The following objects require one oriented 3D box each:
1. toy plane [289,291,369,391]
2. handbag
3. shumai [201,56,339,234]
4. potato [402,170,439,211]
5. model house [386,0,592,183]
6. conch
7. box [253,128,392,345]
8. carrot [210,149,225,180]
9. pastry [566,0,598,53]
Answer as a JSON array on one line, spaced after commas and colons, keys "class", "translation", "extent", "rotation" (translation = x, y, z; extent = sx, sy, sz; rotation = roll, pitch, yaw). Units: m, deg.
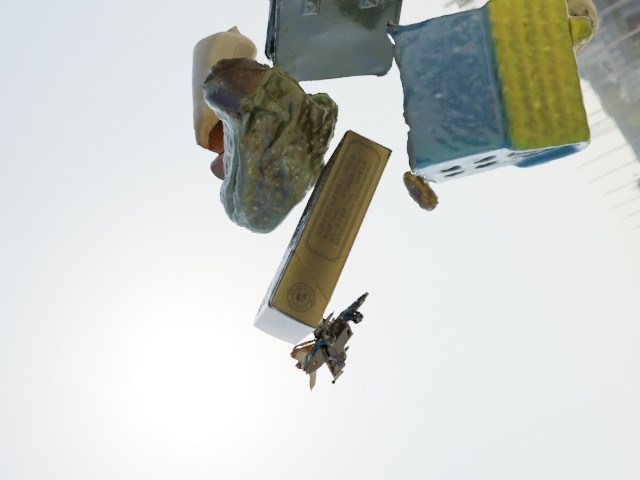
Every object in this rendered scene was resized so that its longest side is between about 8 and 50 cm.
[{"class": "toy plane", "translation": [0.029, 0.141, 1.224], "extent": [0.188, 0.062, 0.135], "rotation": [-39, -55, -27]}, {"class": "handbag", "translation": [0.026, -0.408, 1.503], "extent": [0.260, 0.247, 0.079], "rotation": [102, 156, -59]}, {"class": "shumai", "translation": [-0.115, -0.157, 1.284], "extent": [0.222, 0.261, 0.225], "rotation": [21, -168, -29]}, {"class": "potato", "translation": [0.171, -0.084, 1.380], "extent": [0.083, 0.040, 0.051], "rotation": [51, 164, -11]}, {"class": "model house", "translation": [0.263, -0.230, 1.211], "extent": [0.215, 0.303, 0.237], "rotation": [9, -109, -70]}, {"class": "conch", "translation": [-0.200, -0.306, 1.608], "extent": [0.158, 0.255, 0.127], "rotation": [21, -179, -30]}, {"class": "box", "translation": [0.000, 0.000, 0.981], "extent": [0.071, 0.159, 0.240], "rotation": [26, -109, -7]}, {"class": "carrot", "translation": [-0.120, -0.192, 1.508], "extent": [0.057, 0.224, 0.057], "rotation": [32, -142, -28]}, {"class": "pastry", "translation": [0.439, -0.404, 1.505], "extent": [0.088, 0.165, 0.166], "rotation": [51, -153, -33]}]
